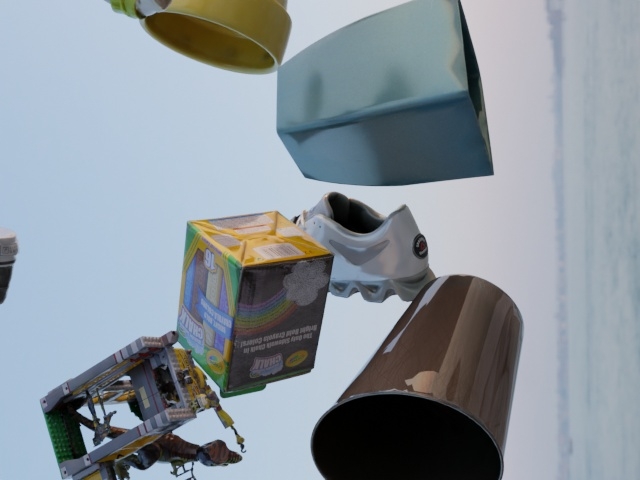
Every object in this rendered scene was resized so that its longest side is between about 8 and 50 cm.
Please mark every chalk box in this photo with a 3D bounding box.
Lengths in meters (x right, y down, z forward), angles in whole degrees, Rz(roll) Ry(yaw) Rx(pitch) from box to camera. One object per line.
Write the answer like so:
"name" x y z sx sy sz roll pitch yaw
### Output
"chalk box" -0.086 0.089 1.078 0.132 0.132 0.213 -8 -60 -36

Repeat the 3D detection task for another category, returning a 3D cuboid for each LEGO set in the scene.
"LEGO set" -0.147 0.245 1.005 0.255 0.192 0.331 24 -140 -54

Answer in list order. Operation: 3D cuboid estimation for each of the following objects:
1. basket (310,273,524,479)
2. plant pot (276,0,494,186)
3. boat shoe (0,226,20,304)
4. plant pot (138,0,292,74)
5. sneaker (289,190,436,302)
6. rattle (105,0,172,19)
"basket" 0.120 0.147 0.922 0.154 0.204 0.227 56 -142 -14
"plant pot" 0.072 -0.167 1.080 0.165 0.234 0.165 56 -152 -55
"boat shoe" -0.579 0.018 1.205 0.121 0.335 0.119 -46 -33 -81
"plant pot" -0.156 -0.442 1.528 0.254 0.254 0.239 37 -113 -71
"sneaker" 0.000 0.000 1.250 0.122 0.330 0.146 -39 -59 -53
"rattle" -0.225 -0.346 0.958 0.143 0.130 0.200 -50 -58 -4
